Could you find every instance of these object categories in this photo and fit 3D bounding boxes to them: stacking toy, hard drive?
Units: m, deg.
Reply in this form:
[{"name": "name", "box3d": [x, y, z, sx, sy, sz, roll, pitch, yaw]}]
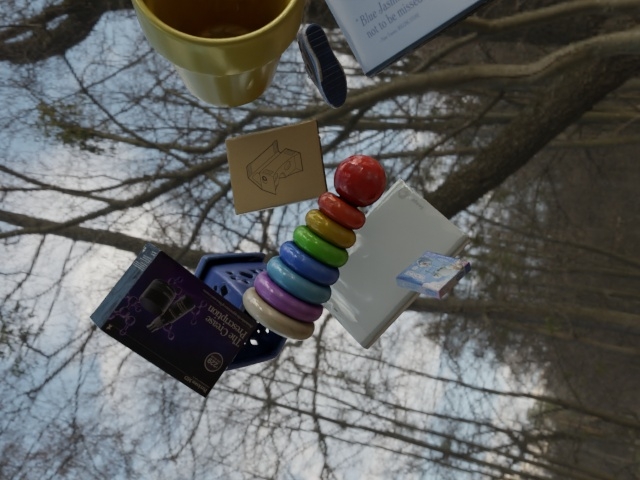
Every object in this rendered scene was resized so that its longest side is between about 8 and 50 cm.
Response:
[{"name": "stacking toy", "box3d": [0.000, 0.000, 1.154, 0.330, 0.141, 0.141, -60, -25, 8]}, {"name": "hard drive", "box3d": [0.133, 0.046, 1.410, 0.307, 0.203, 0.040, -47, -27, 4]}]

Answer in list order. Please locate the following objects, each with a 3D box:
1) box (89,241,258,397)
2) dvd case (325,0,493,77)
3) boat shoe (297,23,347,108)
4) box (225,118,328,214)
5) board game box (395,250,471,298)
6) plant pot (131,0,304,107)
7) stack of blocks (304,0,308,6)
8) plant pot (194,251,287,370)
[{"name": "box", "box3d": [-0.282, 0.158, 1.322, 0.261, 0.103, 0.184, 41, -101, -28]}, {"name": "dvd case", "box3d": [0.033, -0.259, 0.454, 0.022, 0.180, 0.253, -35, -81, -38]}, {"name": "boat shoe", "box3d": [0.003, -0.371, 1.446, 0.066, 0.066, 0.183, -28, -71, -25]}, {"name": "box", "box3d": [-0.091, -0.150, 1.390, 0.021, 0.201, 0.165, 25, -124, -74]}, {"name": "board game box", "box3d": [0.188, 0.056, 1.127, 0.090, 0.090, 0.020, -38, -55, -32]}, {"name": "plant pot", "box3d": [-0.154, -0.339, 1.053, 0.239, 0.253, 0.254, 102, -172, -69]}, {"name": "stack of blocks", "box3d": [-0.166, -0.443, 1.327, 0.087, 0.297, 0.171, -6, -119, -49]}, {"name": "plant pot", "box3d": [-0.201, 0.157, 1.651, 0.236, 0.212, 0.236, -3, -53, -49]}]
